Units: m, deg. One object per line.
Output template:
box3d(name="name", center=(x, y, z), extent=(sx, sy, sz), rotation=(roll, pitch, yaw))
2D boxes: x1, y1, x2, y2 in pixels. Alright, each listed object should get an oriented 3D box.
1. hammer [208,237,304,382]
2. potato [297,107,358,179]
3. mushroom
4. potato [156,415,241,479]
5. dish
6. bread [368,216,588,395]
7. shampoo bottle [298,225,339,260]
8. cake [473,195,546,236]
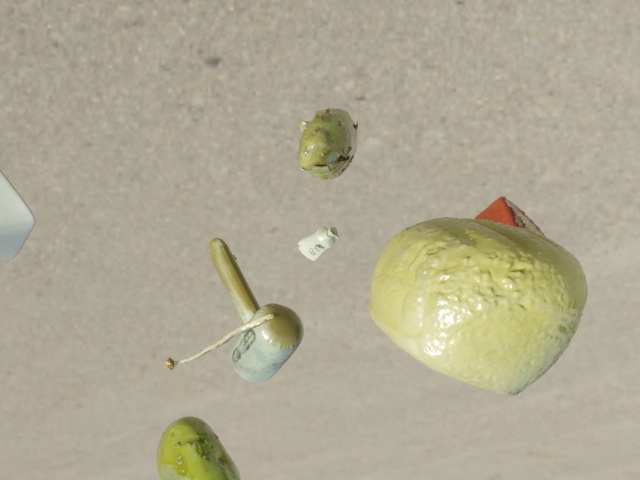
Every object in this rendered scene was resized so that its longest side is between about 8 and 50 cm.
box3d(name="hammer", center=(-0.155, 0.128, 2.236), extent=(0.113, 0.306, 0.202), rotation=(-14, 156, -38))
box3d(name="potato", center=(0.009, -0.153, 1.735), extent=(0.090, 0.117, 0.225), rotation=(10, -172, 7))
box3d(name="mushroom", center=(-0.188, 0.188, 2.016), extent=(0.286, 0.026, 0.028), rotation=(-26, -178, 31))
box3d(name="potato", center=(-0.253, 0.470, 2.221), extent=(0.148, 0.253, 0.186), rotation=(-34, 127, -11))
box3d(name="dish", center=(-0.489, -0.037, 1.534), extent=(0.064, 0.154, 0.234), rotation=(-39, -179, -30))
box3d(name="bread", center=(0.234, 0.081, 1.614), extent=(0.320, 0.237, 0.320), rotation=(22, -175, -2))
box3d(name="shampoo bottle", center=(0.000, 0.000, 2.060), extent=(0.034, 0.049, 0.141), rotation=(-32, 177, -26))
box3d(name="cake", center=(0.407, 0.046, 2.273), extent=(0.151, 0.283, 0.177), rotation=(-40, 122, 15))
